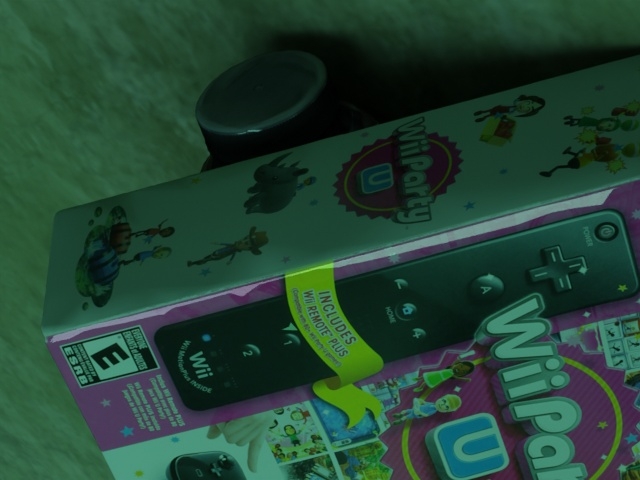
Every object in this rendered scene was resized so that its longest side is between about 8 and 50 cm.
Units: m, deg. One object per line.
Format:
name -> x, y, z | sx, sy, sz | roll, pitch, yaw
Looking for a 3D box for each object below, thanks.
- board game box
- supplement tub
board game box -> 0.049, 0.059, 0.933 | 0.303, 0.097, 0.224 | -16, 126, 8
supplement tub -> 0.000, 0.000, 1.011 | 0.106, 0.106, 0.198 | 4, 132, 34
